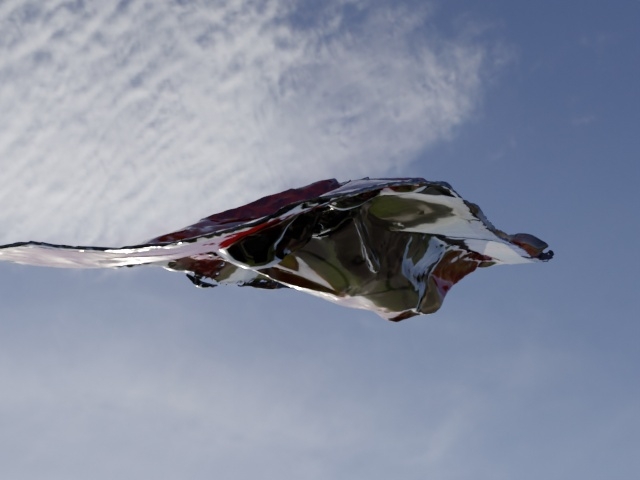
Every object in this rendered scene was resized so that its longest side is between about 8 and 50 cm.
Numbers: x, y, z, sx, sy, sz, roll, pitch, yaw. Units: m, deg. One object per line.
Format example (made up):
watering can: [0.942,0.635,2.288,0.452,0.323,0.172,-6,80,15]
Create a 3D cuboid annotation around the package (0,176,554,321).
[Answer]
package: [0.000,0.000,0.473,0.194,0.071,0.269,-20,-20,34]
